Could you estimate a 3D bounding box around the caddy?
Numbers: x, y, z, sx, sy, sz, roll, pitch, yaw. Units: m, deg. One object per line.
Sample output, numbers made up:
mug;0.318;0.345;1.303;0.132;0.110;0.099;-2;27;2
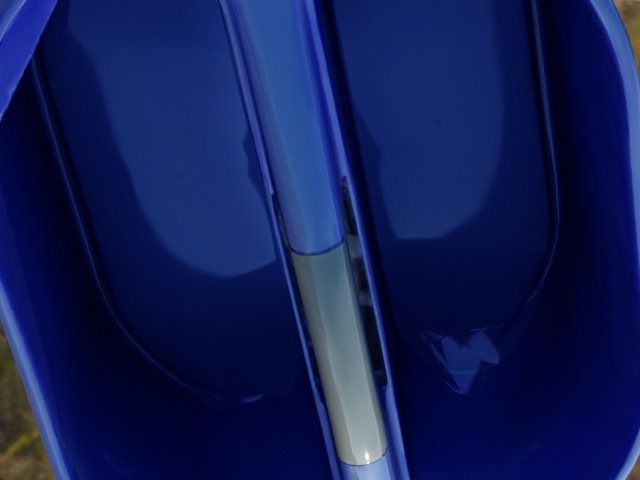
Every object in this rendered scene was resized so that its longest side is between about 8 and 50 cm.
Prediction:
caddy;0.000;0.000;0.607;0.241;0.179;0.341;-12;121;1
